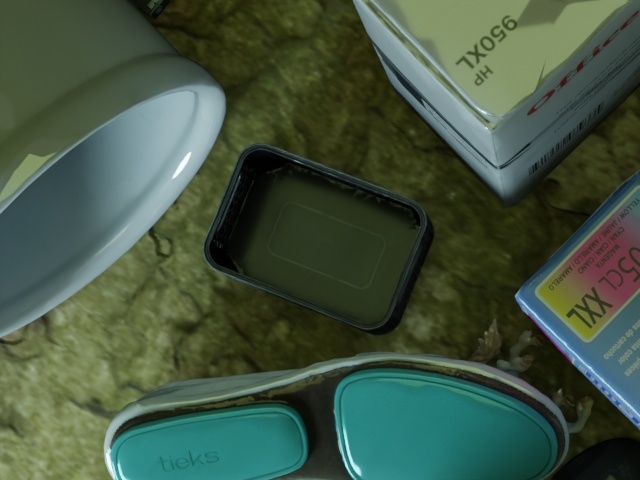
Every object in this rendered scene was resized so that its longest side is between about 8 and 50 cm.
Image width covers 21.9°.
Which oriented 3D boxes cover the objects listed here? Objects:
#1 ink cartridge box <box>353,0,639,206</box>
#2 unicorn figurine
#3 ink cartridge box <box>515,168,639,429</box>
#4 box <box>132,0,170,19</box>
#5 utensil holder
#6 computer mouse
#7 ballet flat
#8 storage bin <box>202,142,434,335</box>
[{"bbox_3d":[0.192,-0.202,1.319,0.285,0.395,0.166,-44,80,1],"label":"ink cartridge box"},{"bbox_3d":[0.181,0.156,1.446,0.111,0.060,0.162,-51,53,37],"label":"unicorn figurine"},{"bbox_3d":[0.349,0.139,1.319,0.395,0.270,0.151,43,93,11],"label":"ink cartridge box"},{"bbox_3d":[-0.157,-0.262,1.569,0.067,0.018,0.083,41,90,11],"label":"box"},{"bbox_3d":[-0.328,-0.151,1.429,0.327,0.327,0.385,-44,78,1],"label":"utensil holder"},{"bbox_3d":[0.197,0.265,1.443,0.071,0.041,0.242,44,92,10],"label":"computer mouse"},{"bbox_3d":[0.012,0.152,1.438,0.400,0.139,0.139,-5,83,9],"label":"ballet flat"},{"bbox_3d":[0.000,0.000,1.482,0.180,0.084,0.122,21,87,9],"label":"storage bin"}]
